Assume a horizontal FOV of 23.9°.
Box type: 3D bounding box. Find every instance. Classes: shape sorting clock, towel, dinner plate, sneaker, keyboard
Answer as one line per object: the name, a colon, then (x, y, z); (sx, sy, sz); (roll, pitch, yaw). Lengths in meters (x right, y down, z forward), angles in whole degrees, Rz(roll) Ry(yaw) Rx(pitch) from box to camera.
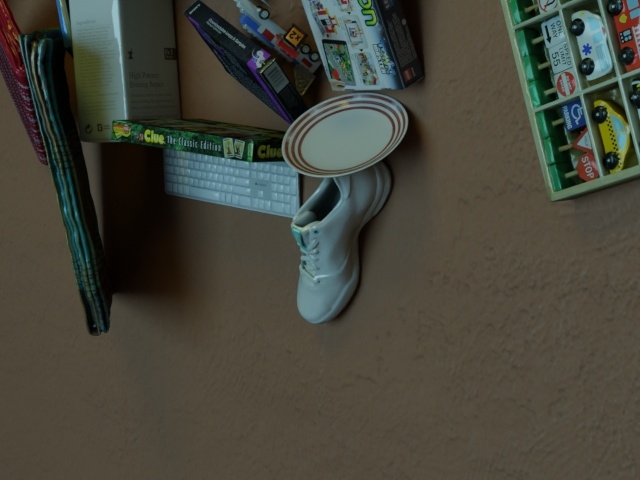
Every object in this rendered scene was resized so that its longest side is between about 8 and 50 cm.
shape sorting clock: (-0.318, -0.313, 1.950); (0.206, 0.040, 0.206); (169, 90, -85)
towel: (-0.414, -0.240, 2.044); (0.275, 0.031, 0.199); (98, 149, -67)
dinner plate: (0.027, -0.111, 1.627); (0.141, 0.141, 0.017); (27, 150, 42)
sneaker: (0.000, 0.000, 1.679); (0.080, 0.094, 0.212); (38, 121, 36)
towel: (-0.311, -0.084, 1.903); (0.271, 0.040, 0.370); (-121, 19, -79)
keyboard: (-0.112, -0.078, 1.849); (0.256, 0.014, 0.072); (12, 102, 46)

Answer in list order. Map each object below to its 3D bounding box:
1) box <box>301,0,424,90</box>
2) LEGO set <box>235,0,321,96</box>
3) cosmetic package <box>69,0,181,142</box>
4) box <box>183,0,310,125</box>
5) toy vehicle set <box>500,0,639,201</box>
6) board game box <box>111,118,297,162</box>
box: (0.030, -0.259, 1.603); (0.114, 0.036, 0.207); (5, 122, 46)
LEGO set: (-0.094, -0.258, 1.680); (0.244, 0.182, 0.060); (39, 92, 26)
cosmetic package: (-0.243, -0.240, 1.883); (0.085, 0.117, 0.231); (0, 97, 30)
box: (-0.082, -0.202, 1.733); (0.029, 0.116, 0.162); (-45, 51, -6)
toy vehicle set: (0.259, -0.184, 1.427); (0.166, 0.035, 0.267); (-21, 79, 46)
board game box: (-0.113, -0.118, 1.758); (0.259, 0.136, 0.030); (12, 100, 45)
